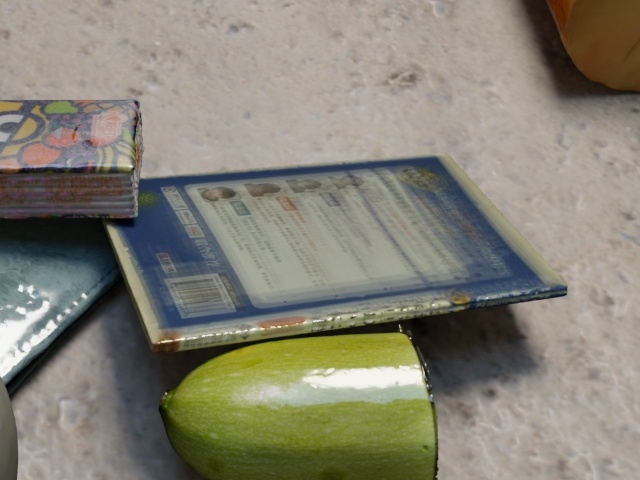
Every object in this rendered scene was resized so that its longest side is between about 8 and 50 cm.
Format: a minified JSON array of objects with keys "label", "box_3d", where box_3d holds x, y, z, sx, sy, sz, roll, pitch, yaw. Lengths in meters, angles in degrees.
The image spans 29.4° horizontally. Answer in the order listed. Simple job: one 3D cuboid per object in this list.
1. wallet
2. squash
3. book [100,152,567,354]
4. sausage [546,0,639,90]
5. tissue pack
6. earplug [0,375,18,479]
[{"label":"wallet","box_3d":[-0.289,0.007,0.952,0.251,0.054,0.290,32,47,13]},{"label":"squash","box_3d":[-0.018,0.120,0.841,0.187,0.123,0.123,0,50,-8]},{"label":"book","box_3d":[0.000,0.000,0.949,0.323,0.018,0.228,-5,33,-19]},{"label":"sausage","box_3d":[0.311,-0.317,1.183,0.233,0.233,0.287,-3,52,-9]},{"label":"tissue pack","box_3d":[-0.213,-0.063,0.943,0.148,0.060,0.108,-1,37,-5]},{"label":"earplug","box_3d":[-0.374,0.132,0.675,0.394,0.312,0.312,12,50,0]}]
